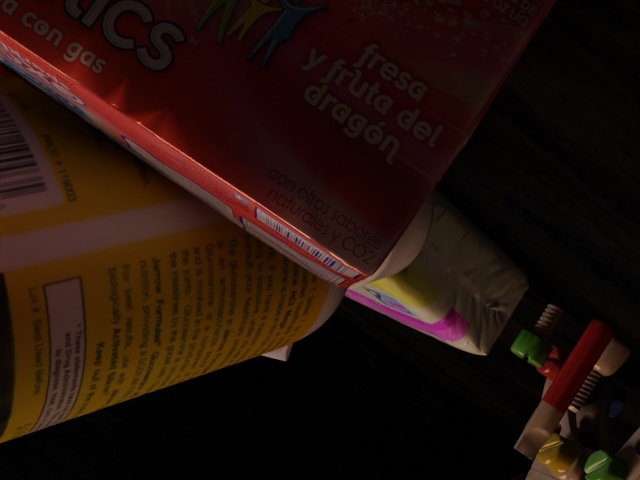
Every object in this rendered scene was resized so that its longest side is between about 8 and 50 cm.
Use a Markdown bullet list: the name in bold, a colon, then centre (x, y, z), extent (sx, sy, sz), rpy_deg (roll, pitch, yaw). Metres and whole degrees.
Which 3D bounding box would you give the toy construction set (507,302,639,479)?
- **toy construction set**: centre (0.256, 0.228, 1.061), extent (0.257, 0.237, 0.309), rpy_deg (28, 172, 44)

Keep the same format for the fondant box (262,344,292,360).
- **fondant box**: centre (-0.145, -0.006, 1.196), extent (0.238, 0.096, 0.330), rpy_deg (15, -162, -11)

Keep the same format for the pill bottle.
- **pill bottle**: centre (-0.101, -0.009, 0.620), extent (0.334, 0.187, 0.188), rpy_deg (-15, -152, -36)

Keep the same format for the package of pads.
- **package of pads**: centre (0.014, -0.029, 0.949), extent (0.296, 0.101, 0.229), rpy_deg (39, 171, -39)

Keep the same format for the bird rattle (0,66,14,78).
- **bird rattle**: centre (-0.220, -0.135, 0.750), extent (0.143, 0.207, 0.253), rpy_deg (16, -155, 3)

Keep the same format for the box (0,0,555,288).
- **box**: centre (-0.070, -0.118, 0.455), extent (0.300, 0.142, 0.154), rpy_deg (34, 174, 1)
